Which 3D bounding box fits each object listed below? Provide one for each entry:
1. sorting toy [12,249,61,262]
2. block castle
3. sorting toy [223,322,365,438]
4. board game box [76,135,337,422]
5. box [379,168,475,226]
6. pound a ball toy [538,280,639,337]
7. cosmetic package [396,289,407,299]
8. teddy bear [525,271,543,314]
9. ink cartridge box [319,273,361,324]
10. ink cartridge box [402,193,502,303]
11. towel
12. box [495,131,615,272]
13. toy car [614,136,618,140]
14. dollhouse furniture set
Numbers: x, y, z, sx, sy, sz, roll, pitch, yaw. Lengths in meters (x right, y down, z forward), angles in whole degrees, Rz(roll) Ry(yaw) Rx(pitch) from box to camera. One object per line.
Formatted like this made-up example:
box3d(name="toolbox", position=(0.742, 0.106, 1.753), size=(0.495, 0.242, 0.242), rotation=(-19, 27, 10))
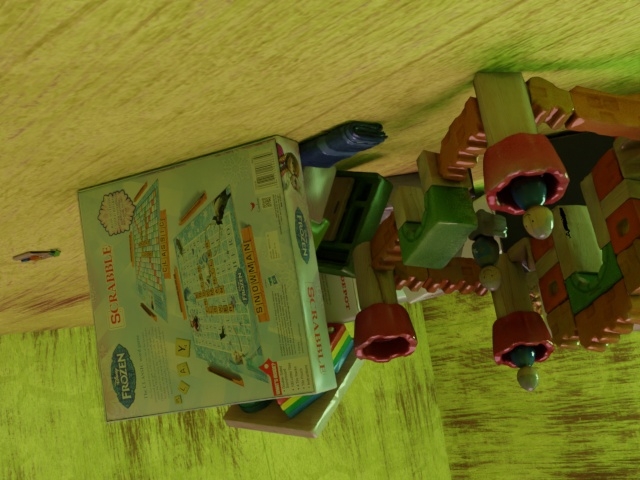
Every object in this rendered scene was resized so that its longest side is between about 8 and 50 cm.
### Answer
box3d(name="sorting toy", position=(-0.517, 0.029, 1.722), size=(0.083, 0.012, 0.062), rotation=(-14, 171, 36))
box3d(name="block castle", position=(0.245, 0.017, 1.147), size=(0.303, 0.212, 0.453), rotation=(5, 147, -20))
box3d(name="sorting toy", position=(-0.063, 0.278, 1.974), size=(0.257, 0.089, 0.255), rotation=(-2, -140, 40))
box3d(name="board game box", position=(-0.155, 0.057, 1.209), size=(0.318, 0.318, 0.066), rotation=(-12, 172, 25))
box3d(name="box", position=(0.159, -0.068, 1.624), size=(0.183, 0.056, 0.231), rotation=(-9, 172, -2))
box3d(name="pound a ball toy", position=(0.466, 0.110, 1.379), size=(0.136, 0.208, 0.319), rotation=(-4, 171, -25))
box3d(name="cosmetic package", position=(0.259, 0.061, 2.287), size=(0.366, 0.155, 0.197), rotation=(-11, 173, -4))
box3d(name="teddy bear", position=(0.505, 0.017, 1.902), size=(0.113, 0.338, 0.245), rotation=(42, 137, -20))
box3d(name="ink cartridge box", position=(0.030, 0.084, 2.056), size=(0.117, 0.201, 0.278), rotation=(-6, 172, -35))
box3d(name="ink cartridge box", position=(0.301, 0.010, 1.867), size=(0.273, 0.114, 0.198), rotation=(-34, 164, 36))
box3d(name="towel", position=(0.022, -0.119, 1.184), size=(0.067, 0.029, 0.119), rotation=(-1, 170, -41))
box3d(name="box", position=(0.439, -0.065, 1.490), size=(0.296, 0.182, 0.294), rotation=(-10, 172, 16))
box3d(name="toy car", position=(0.466, -0.132, 1.238), size=(0.182, 0.136, 0.159), rotation=(-31, 136, -22))
box3d(name="dollhouse furniture set", position=(-0.083, -0.060, 1.381), size=(0.302, 0.151, 0.198), rotation=(7, 165, 44))
